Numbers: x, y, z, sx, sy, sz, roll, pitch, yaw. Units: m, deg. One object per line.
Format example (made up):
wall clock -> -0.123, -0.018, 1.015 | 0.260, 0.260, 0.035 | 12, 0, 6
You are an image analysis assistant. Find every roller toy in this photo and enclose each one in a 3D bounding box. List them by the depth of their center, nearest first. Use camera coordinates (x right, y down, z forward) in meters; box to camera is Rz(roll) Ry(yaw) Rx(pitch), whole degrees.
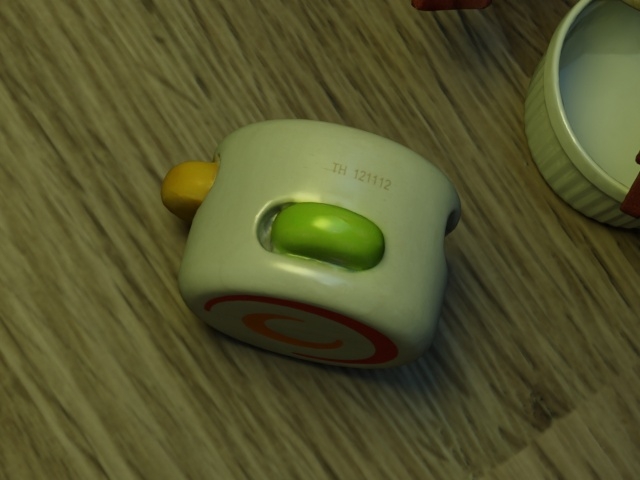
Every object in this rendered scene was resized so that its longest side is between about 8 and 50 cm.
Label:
roller toy -> 0.000, 0.000, 1.026 | 0.191, 0.209, 0.146 | 32, 64, -41

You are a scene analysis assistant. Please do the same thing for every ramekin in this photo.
ramekin -> 0.270, -0.108, 1.168 | 0.207, 0.109, 0.207 | 4, 73, -13

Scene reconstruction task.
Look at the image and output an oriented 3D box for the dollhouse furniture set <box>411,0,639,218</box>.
dollhouse furniture set -> 0.222, -0.166, 1.059 | 0.374, 0.152, 0.201 | 30, 68, 15
